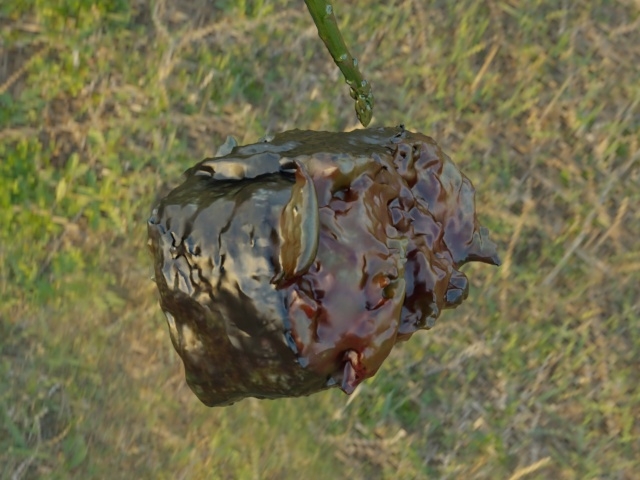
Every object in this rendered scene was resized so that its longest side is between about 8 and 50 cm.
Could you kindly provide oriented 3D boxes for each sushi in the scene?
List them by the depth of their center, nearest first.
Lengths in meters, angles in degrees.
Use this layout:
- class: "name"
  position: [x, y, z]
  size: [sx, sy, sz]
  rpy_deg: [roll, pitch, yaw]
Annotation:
- class: "sushi"
  position: [0.000, 0.000, 1.062]
  size: [0.343, 0.182, 0.196]
  rpy_deg: [-36, 106, -64]

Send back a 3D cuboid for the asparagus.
- class: "asparagus"
  position: [0.006, -0.106, 0.713]
  size: [0.016, 0.163, 0.016]
  rpy_deg: [-46, 55, -9]
